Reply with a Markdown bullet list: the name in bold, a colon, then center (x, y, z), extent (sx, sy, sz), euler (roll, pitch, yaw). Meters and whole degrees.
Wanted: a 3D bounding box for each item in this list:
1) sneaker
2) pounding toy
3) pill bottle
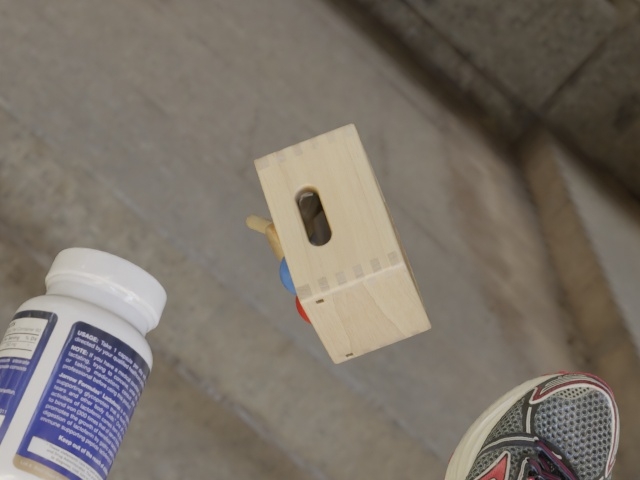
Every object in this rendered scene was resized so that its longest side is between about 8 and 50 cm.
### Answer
- **sneaker**: center (0.137, 0.204, 1.164), extent (0.121, 0.112, 0.299), euler (41, 52, -6)
- **pounding toy**: center (0.000, 0.000, 1.145), extent (0.130, 0.100, 0.141), euler (63, 7, -62)
- **pill bottle**: center (-0.260, 0.149, 1.729), extent (0.153, 0.265, 0.153), euler (17, -25, 8)
